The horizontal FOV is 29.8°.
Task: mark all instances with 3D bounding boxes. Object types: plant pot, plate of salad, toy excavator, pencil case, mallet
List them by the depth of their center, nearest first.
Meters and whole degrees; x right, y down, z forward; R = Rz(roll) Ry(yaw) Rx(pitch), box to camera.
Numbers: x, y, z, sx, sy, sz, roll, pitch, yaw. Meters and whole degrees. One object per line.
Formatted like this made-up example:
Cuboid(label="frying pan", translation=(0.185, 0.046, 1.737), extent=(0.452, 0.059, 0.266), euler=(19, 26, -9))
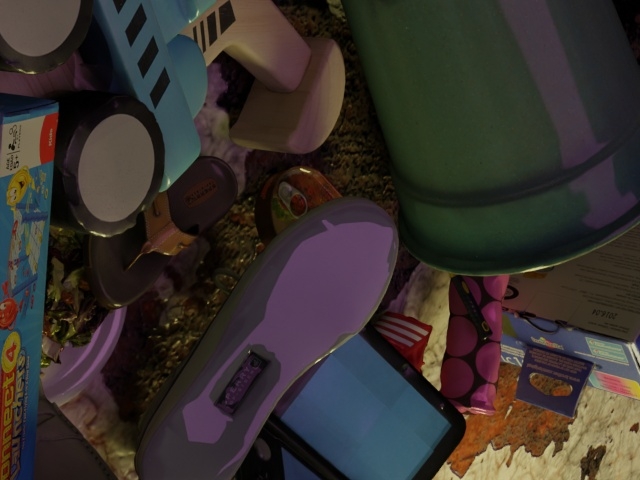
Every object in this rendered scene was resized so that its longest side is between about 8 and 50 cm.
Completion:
Cuboid(label="toy excavator", translation=(-0.148, -0.172, 1.026), extent=(0.445, 0.222, 0.433), euler=(-51, 138, -36))
Cuboid(label="plate of salad", translation=(-0.249, 0.070, 1.101), extent=(0.200, 0.048, 0.199), euler=(-19, 117, -43))
Cuboid(label="plant pot", translation=(0.189, -0.197, 1.312), extent=(0.341, 0.341, 0.334), euler=(-44, 125, -29))
Cuboid(label="mallet", translation=(0.159, 0.041, 1.502), extent=(0.062, 0.039, 0.189), euler=(-21, 88, -36))
Cuboid(label="pencil case", translation=(0.198, 0.124, 1.569), extent=(0.095, 0.098, 0.209), euler=(12, 78, -11))

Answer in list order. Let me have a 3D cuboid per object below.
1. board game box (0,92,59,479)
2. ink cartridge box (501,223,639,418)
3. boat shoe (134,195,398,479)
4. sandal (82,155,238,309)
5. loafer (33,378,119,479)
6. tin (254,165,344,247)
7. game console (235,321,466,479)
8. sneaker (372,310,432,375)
Cuboid(label="board game box", translation=(-0.340, 0.040, 0.789), extent=(0.086, 0.308, 0.302), euler=(-49, 147, -75))
Cuboid(label="ink cartridge box", translation=(0.392, 0.054, 1.652), extent=(0.395, 0.270, 0.151), euler=(-50, 130, -24))
Cuboid(label="boat shoe", translation=(-0.067, 0.102, 1.253), extent=(0.136, 0.156, 0.367), euler=(36, 87, -20))
Cuboid(label="sandal", translation=(-0.142, -0.017, 1.149), extent=(0.219, 0.060, 0.090), euler=(-38, 107, -43))
Cuboid(label="loafer", translation=(-0.245, 0.158, 0.923), extent=(0.112, 0.319, 0.111), euler=(-19, 124, -45))
Cuboid(label="tin", translation=(0.000, 0.000, 1.329), extent=(0.189, 0.040, 0.106), euler=(47, 50, -30))
Cuboid(label="game console", translation=(0.052, 0.260, 1.366), extent=(0.173, 0.250, 0.293), euler=(-35, 123, 16))
Cuboid(label="sneaker", translation=(0.118, 0.178, 1.531), extent=(0.128, 0.087, 0.221), euler=(-49, 136, -23))
